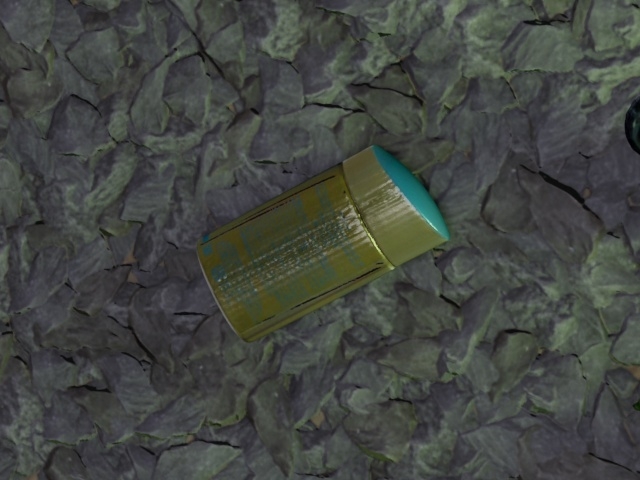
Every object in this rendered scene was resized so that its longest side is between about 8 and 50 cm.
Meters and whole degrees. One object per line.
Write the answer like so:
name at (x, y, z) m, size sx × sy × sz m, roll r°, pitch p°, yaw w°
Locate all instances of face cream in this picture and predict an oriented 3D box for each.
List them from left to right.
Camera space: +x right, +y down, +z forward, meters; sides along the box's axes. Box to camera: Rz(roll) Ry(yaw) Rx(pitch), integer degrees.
face cream at (0.000, 0.000, 1.943) m, size 0.285 × 0.067 × 0.139 m, roll -28°, pitch 87°, yaw 21°

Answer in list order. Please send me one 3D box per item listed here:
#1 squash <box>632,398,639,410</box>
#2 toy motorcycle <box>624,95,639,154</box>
squash at (0.483, 0.309, 1.778) m, size 0.107 × 0.107 × 0.395 m, roll -46°, pitch 78°, yaw 18°
toy motorcycle at (0.453, -0.083, 1.751) m, size 0.271 × 0.106 × 0.159 m, roll 3°, pitch 100°, yaw 9°
